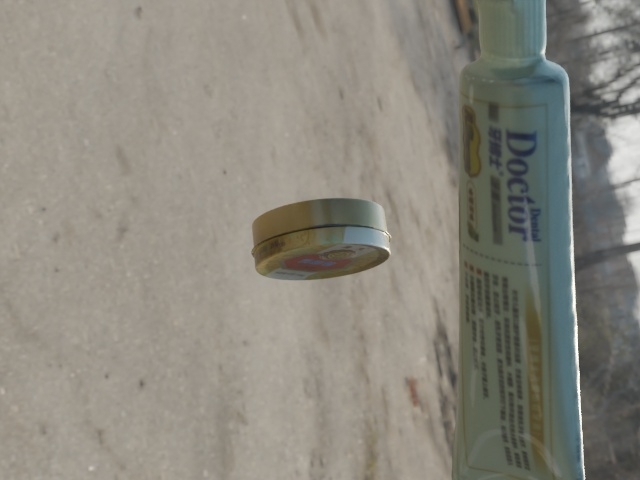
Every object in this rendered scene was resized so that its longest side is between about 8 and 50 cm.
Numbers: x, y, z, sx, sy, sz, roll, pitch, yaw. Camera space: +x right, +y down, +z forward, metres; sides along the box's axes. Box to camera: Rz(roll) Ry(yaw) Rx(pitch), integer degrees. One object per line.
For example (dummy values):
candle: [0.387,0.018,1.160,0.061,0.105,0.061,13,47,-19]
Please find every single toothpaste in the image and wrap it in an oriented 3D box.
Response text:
toothpaste: [0.080,0.015,0.425,0.037,0.067,0.255,-32,125,-46]

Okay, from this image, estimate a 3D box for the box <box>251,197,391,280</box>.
box: [0.000,0.000,0.765,0.105,0.105,0.037,38,42,-69]
